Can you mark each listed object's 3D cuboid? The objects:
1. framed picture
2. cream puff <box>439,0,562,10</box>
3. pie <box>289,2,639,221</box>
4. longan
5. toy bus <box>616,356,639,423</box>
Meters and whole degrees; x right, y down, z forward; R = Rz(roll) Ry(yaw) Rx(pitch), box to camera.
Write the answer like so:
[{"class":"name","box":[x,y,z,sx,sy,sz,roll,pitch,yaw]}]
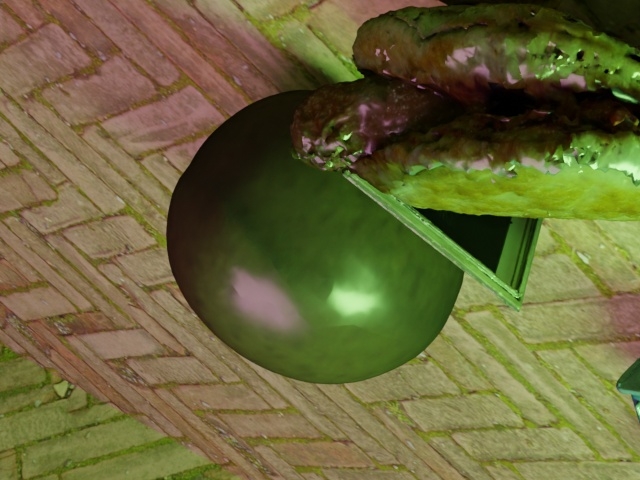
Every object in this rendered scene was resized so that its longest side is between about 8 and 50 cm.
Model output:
[{"class":"framed picture","box":[0.144,-0.068,1.879,0.231,0.293,0.018,38,120,-8]},{"class":"cream puff","box":[0.161,-0.250,1.650,0.133,0.104,0.119,9,175,12]},{"class":"pie","box":[0.231,-0.103,1.654,0.418,0.181,0.395,11,174,-44]},{"class":"longan","box":[0.000,0.000,2.121,0.361,0.361,0.361,30,157,14]},{"class":"toy bus","box":[0.501,0.203,1.966,0.312,0.152,0.190,5,126,51]}]
